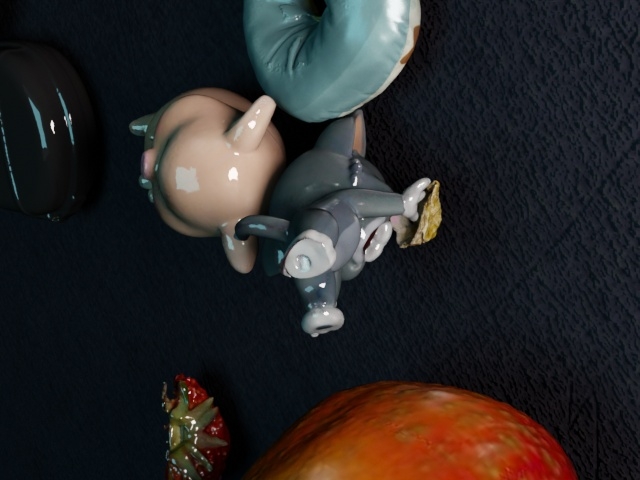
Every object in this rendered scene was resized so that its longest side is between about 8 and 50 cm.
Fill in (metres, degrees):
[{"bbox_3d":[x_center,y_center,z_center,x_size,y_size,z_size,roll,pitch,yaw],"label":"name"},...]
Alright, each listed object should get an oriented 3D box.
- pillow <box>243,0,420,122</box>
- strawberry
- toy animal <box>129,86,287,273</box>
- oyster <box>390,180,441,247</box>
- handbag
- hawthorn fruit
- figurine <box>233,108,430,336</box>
[{"bbox_3d":[0.004,-0.226,1.211,0.233,0.086,0.214,-40,66,50],"label":"pillow"},{"bbox_3d":[-0.162,0.260,1.648,0.208,0.087,0.167,120,147,-75],"label":"strawberry"},{"bbox_3d":[-0.112,-0.080,1.340,0.250,0.154,0.166,-129,25,-69],"label":"toy animal"},{"bbox_3d":[0.096,-0.022,1.224,0.093,0.034,0.051,147,117,-64],"label":"oyster"},{"bbox_3d":[-0.415,-0.151,1.767,0.308,0.093,0.254,11,113,49],"label":"handbag"},{"bbox_3d":[0.054,0.337,1.142,0.403,0.403,0.403,25,123,44],"label":"hawthorn fruit"},{"bbox_3d":[-0.005,-0.001,1.176,0.140,0.265,0.193,29,113,15],"label":"figurine"}]
